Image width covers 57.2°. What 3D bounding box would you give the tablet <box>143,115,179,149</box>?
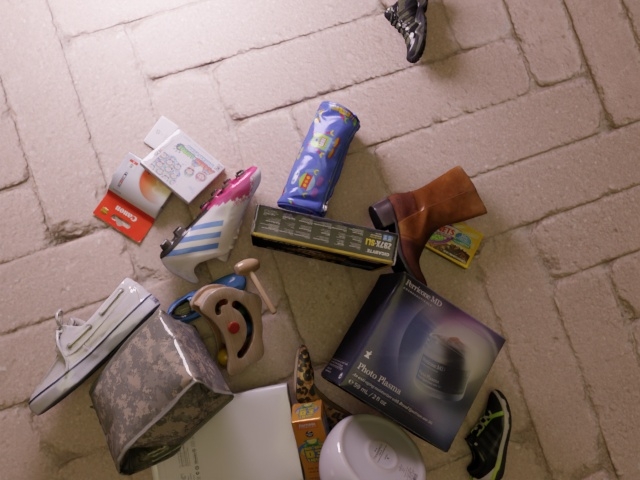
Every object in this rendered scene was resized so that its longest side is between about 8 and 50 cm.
[{"bbox_3d":[-0.408,-0.272,1.501,0.054,0.006,0.083,34,82,-1],"label":"tablet"}]

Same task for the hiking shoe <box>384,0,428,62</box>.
[{"bbox_3d":[0.226,-0.577,1.562,0.114,0.086,0.227,3,79,8],"label":"hiking shoe"}]

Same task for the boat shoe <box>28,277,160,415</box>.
[{"bbox_3d":[-0.563,0.227,1.376,0.156,0.136,0.367,44,80,0],"label":"boat shoe"}]

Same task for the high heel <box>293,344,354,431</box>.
[{"bbox_3d":[0.029,0.373,1.431,0.186,0.093,0.261,-3,101,1],"label":"high heel"}]

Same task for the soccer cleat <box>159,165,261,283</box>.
[{"bbox_3d":[-0.246,-0.036,1.454,0.331,0.116,0.143,-45,106,-5],"label":"soccer cleat"}]

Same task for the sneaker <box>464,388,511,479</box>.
[{"bbox_3d":[0.413,0.491,1.467,0.097,0.084,0.235,7,84,-3],"label":"sneaker"}]

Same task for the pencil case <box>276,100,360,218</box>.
[{"bbox_3d":[0.002,-0.194,1.473,0.133,0.119,0.306,19,83,26],"label":"pencil case"}]

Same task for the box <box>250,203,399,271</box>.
[{"bbox_3d":[0.000,0.000,1.388,0.322,0.257,0.079,12,85,-5],"label":"box"}]

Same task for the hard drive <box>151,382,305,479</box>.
[{"bbox_3d":[-0.230,0.488,1.400,0.353,0.047,0.233,-11,86,3],"label":"hard drive"}]

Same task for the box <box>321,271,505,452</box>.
[{"bbox_3d":[0.212,0.271,1.360,0.296,0.183,0.294,33,77,-8],"label":"box"}]

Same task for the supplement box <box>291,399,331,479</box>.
[{"bbox_3d":[-0.008,0.498,1.386,0.078,0.080,0.233,-11,106,8],"label":"supplement box"}]

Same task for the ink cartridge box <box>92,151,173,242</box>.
[{"bbox_3d":[-0.463,-0.108,1.462,0.145,0.045,0.179,33,80,-1],"label":"ink cartridge box"}]

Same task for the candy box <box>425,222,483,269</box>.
[{"bbox_3d":[0.314,-0.018,1.535,0.206,0.027,0.105,28,80,-2],"label":"candy box"}]

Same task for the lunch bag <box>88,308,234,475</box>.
[{"bbox_3d":[-0.376,0.348,1.322,0.287,0.169,0.235,-43,52,2],"label":"lunch bag"}]

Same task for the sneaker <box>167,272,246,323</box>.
[{"bbox_3d":[-0.276,0.144,1.438,0.209,0.082,0.069,-27,86,-9],"label":"sneaker"}]

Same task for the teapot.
[{"bbox_3d":[0.097,0.521,1.293,0.256,0.252,0.187,7,126,-31],"label":"teapot"}]

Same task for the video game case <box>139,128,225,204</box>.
[{"bbox_3d":[-0.343,-0.186,1.468,0.157,0.019,0.143,40,60,-1],"label":"video game case"}]

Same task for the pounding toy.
[{"bbox_3d":[-0.203,0.182,1.367,0.154,0.155,0.269,-6,96,-33],"label":"pounding toy"}]

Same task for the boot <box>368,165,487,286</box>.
[{"bbox_3d":[0.295,-0.025,1.493,0.280,0.096,0.264,-22,78,-14],"label":"boot"}]
